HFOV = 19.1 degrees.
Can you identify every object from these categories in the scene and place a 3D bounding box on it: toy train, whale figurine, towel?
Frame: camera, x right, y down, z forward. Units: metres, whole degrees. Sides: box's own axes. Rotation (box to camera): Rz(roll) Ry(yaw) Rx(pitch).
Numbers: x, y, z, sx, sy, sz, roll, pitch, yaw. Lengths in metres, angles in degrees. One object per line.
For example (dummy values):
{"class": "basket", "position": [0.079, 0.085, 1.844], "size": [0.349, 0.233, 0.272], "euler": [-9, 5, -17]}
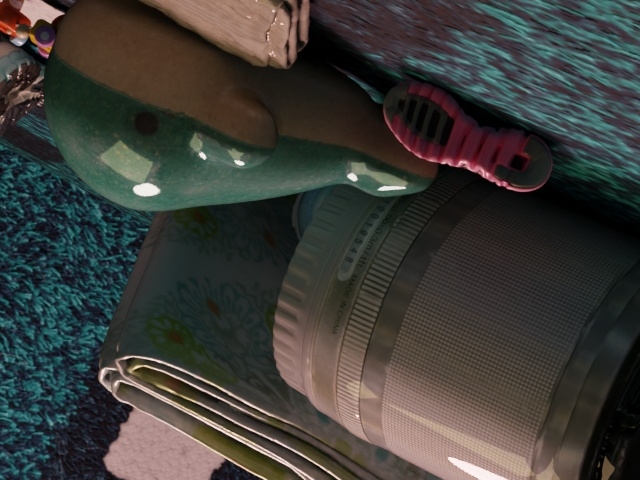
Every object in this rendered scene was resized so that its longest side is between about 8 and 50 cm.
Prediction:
{"class": "toy train", "position": [-0.230, -0.178, 1.720], "size": [0.166, 0.046, 0.125], "euler": [35, 173, -28]}
{"class": "whale figurine", "position": [-0.059, -0.074, 1.302], "size": [0.272, 0.141, 0.216], "euler": [18, -165, -12]}
{"class": "towel", "position": [-0.016, 0.071, 1.728], "size": [0.320, 0.090, 0.374], "euler": [32, -143, -13]}
{"class": "towel", "position": [-0.130, -0.195, 1.127], "size": [0.282, 0.049, 0.187], "euler": [29, 172, 1]}

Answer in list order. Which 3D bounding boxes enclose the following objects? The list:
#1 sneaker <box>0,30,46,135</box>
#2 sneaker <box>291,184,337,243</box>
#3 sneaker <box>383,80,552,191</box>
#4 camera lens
{"class": "sneaker", "position": [-0.360, -0.189, 2.041], "size": [0.122, 0.110, 0.283], "euler": [46, 171, 0]}
{"class": "sneaker", "position": [0.134, 0.059, 1.647], "size": [0.366, 0.135, 0.150], "euler": [27, 178, 0]}
{"class": "sneaker", "position": [0.096, -0.066, 1.247], "size": [0.119, 0.047, 0.057], "euler": [28, -175, 7]}
{"class": "camera lens", "position": [0.132, 0.074, 1.389], "size": [0.274, 0.219, 0.219], "euler": [25, 173, 26]}
